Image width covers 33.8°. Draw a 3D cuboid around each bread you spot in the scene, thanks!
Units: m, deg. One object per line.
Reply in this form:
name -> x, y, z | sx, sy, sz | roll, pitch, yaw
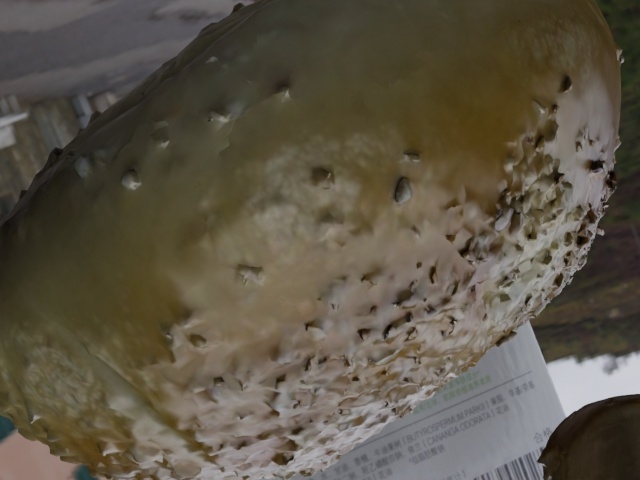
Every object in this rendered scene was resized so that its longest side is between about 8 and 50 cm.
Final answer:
bread -> 0.000, 0.000, 0.449 | 0.305, 0.158, 0.305 | -32, 177, -2

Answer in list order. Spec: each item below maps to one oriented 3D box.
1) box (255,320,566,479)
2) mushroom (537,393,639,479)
box -> 0.054, 0.163, 0.801 | 0.260, 0.194, 0.111 | -19, 177, -14
mushroom -> 0.136, 0.212, 0.438 | 0.095, 0.122, 0.351 | 7, -138, 3
